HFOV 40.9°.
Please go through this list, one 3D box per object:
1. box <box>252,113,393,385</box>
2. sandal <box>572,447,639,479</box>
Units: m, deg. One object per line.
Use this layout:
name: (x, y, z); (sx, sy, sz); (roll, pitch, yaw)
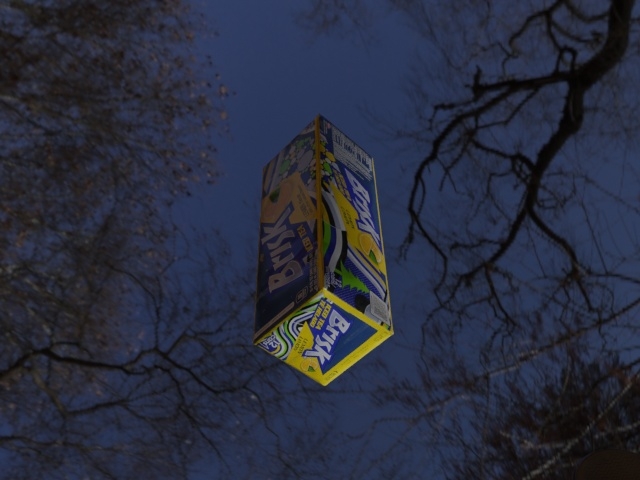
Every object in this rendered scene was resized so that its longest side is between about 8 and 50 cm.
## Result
box: (0.000, 0.000, 0.516); (0.059, 0.054, 0.169); (-41, -151, 28)
sandal: (0.277, 0.224, 0.614); (0.090, 0.060, 0.219); (-16, -140, -22)
